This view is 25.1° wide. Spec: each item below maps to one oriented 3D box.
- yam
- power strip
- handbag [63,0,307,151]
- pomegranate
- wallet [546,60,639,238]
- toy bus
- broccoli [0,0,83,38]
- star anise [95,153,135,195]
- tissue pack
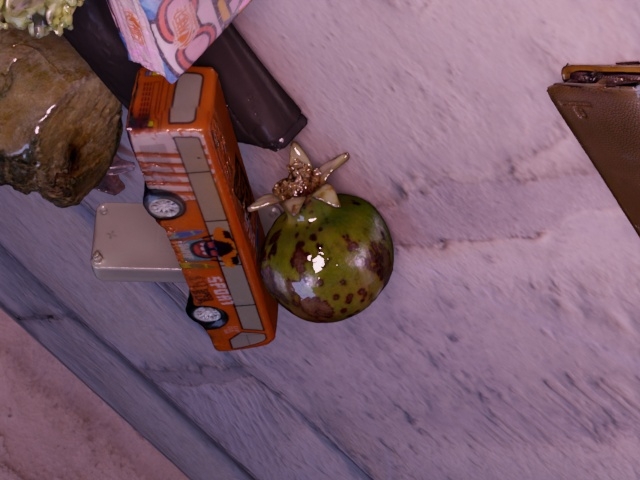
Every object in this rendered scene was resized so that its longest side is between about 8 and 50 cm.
[{"bbox_3d":[-0.359,-0.177,1.618,0.300,0.195,0.195,34,160,19],"label":"yam"},{"bbox_3d":[-0.152,-0.025,1.659,0.216,0.145,0.061,1,153,-1],"label":"power strip"},{"bbox_3d":[-0.152,-0.183,1.409,0.223,0.080,0.247,12,147,51],"label":"handbag"},{"bbox_3d":[0.005,0.004,1.454,0.148,0.148,0.169,28,152,29],"label":"pomegranate"},{"bbox_3d":[0.250,-0.051,1.059,0.110,0.031,0.198,11,145,54],"label":"wallet"},{"bbox_3d":[-0.114,-0.018,1.457,0.092,0.093,0.409,-2,147,7],"label":"toy bus"},{"bbox_3d":[-0.248,-0.290,1.159,0.288,0.235,0.260,54,180,-45],"label":"broccoli"},{"bbox_3d":[-0.323,-0.127,1.856,0.172,0.063,0.208,13,147,49],"label":"star anise"},{"bbox_3d":[-0.096,-0.217,1.129,0.065,0.155,0.115,29,157,25],"label":"tissue pack"}]
